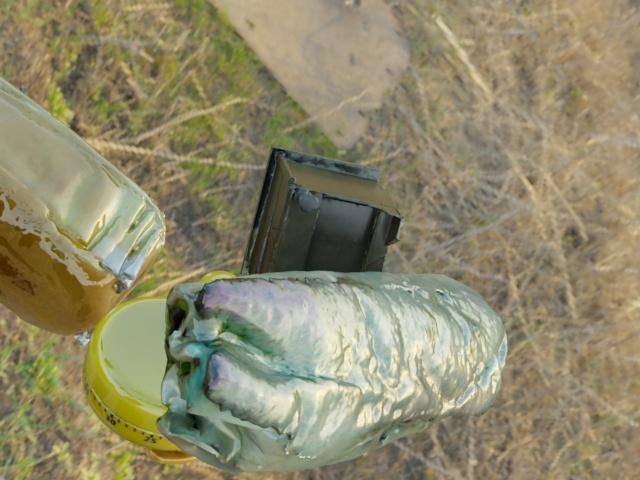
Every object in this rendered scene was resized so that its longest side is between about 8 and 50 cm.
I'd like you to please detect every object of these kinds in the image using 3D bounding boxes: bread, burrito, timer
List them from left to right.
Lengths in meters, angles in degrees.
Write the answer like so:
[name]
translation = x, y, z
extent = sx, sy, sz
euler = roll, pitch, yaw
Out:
[bread]
translation = -0.245, -0.031, 0.816
extent = 0.241, 0.136, 0.107
euler = 40, 46, -3
[timer]
translation = -0.094, 0.076, 0.665
extent = 0.107, 0.109, 0.107
euler = 16, 37, -12
[burrito]
translation = 0.022, 0.061, 0.519
extent = 0.309, 0.066, 0.096
euler = 7, 86, -61

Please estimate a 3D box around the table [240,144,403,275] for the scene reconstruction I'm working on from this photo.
[table]
translation = 0.000, 0.000, 0.608
extent = 0.070, 0.083, 0.082
euler = 12, 15, -13
